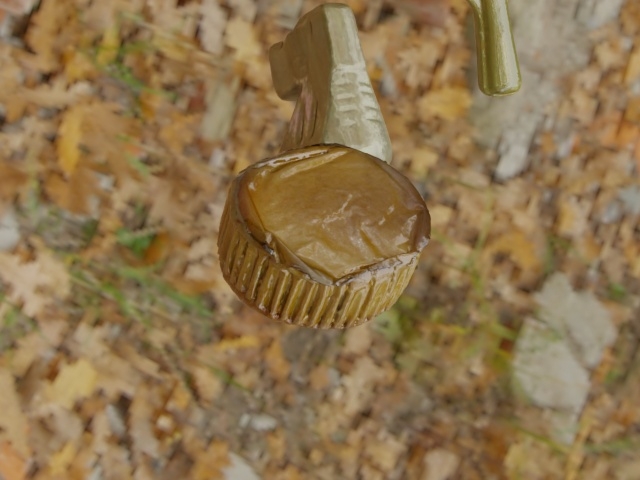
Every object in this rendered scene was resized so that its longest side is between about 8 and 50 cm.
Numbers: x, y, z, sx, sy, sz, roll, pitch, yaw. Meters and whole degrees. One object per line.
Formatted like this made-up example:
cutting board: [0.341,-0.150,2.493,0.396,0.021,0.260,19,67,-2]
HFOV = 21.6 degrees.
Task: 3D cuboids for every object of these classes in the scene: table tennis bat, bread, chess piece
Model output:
table tennis bat: [0.181,-0.320,1.885,0.198,0.050,0.321,-12,96,-27]
bread: [0.000,-0.001,1.602,0.199,0.199,0.104,-29,150,-39]
chess piece: [0.015,-0.100,1.809,0.137,0.137,0.301,-1,79,-49]
